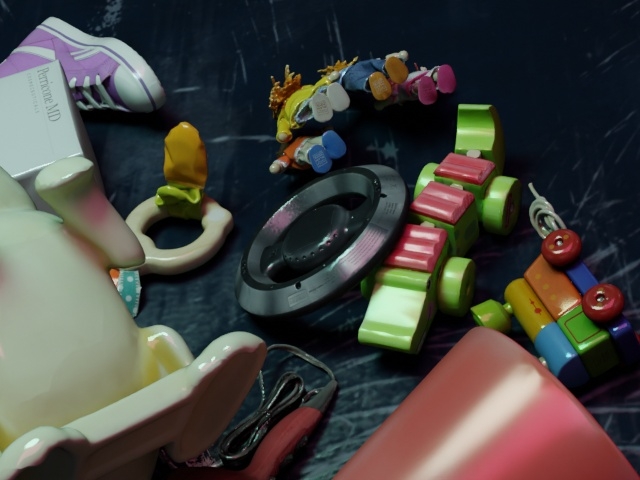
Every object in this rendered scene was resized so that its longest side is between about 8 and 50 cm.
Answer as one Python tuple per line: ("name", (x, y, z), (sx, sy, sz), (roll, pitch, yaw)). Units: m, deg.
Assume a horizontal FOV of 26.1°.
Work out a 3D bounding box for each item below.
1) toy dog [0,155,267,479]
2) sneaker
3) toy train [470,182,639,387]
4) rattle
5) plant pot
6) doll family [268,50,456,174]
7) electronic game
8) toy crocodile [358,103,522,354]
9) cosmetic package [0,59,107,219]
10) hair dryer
("toy dog", (-0.294, 0.081, 1.304), (0.285, 0.395, 0.408), (-29, 66, -29))
("sneaker", (-0.331, -0.193, 1.822), (0.161, 0.102, 0.282), (-44, 41, -22))
("toy train", (0.218, 0.055, 1.445), (0.143, 0.105, 0.248), (-31, 46, 2))
("rattle", (-0.198, -0.017, 1.586), (0.200, 0.142, 0.130), (-34, 66, -27))
("plant pot", (0.125, 0.250, 1.177), (0.243, 0.275, 0.275), (-37, 49, -8))
("doll family", (0.028, -0.181, 1.677), (0.263, 0.118, 0.163), (-31, 13, -17))
("electronic game", (0.000, 0.000, 1.533), (0.229, 0.048, 0.229), (-29, 29, 18))
("toy crocodile", (0.132, -0.014, 1.519), (0.115, 0.105, 0.340), (14, 52, 25))
("cosmetic package", (-0.460, -0.052, 1.667), (0.385, 0.156, 0.217), (-21, 43, -5))
("hair dryer", (-0.060, 0.217, 1.360), (0.224, 0.080, 0.293), (-22, 46, -9))
